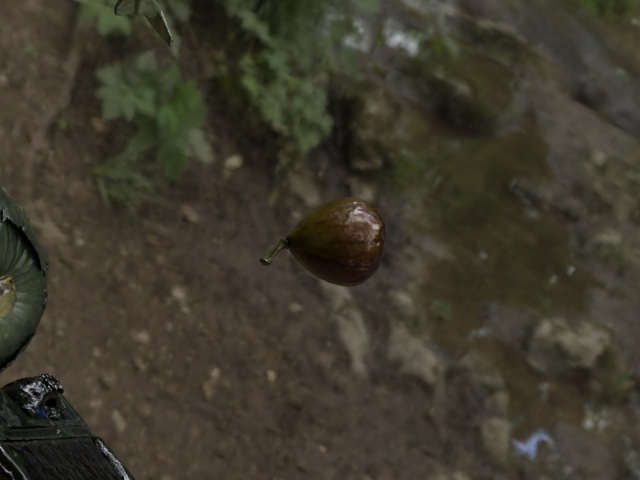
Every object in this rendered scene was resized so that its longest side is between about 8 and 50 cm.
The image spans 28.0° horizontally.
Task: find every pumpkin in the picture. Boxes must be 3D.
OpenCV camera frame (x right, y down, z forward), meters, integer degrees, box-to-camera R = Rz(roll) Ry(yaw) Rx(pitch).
[{"bbox_3d":[-0.500,0.037,1.657,0.257,0.291,0.327,20,-12,28],"label":"pumpkin"}]

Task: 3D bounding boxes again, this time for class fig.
[{"bbox_3d":[0.000,0.000,1.249,0.125,0.089,0.089,1,39,-29],"label":"fig"}]

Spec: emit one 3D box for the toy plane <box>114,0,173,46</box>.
[{"bbox_3d":[-0.133,-0.291,1.052,0.108,0.286,0.092,-13,48,-34],"label":"toy plane"}]

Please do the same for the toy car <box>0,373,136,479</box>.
[{"bbox_3d":[-0.120,0.098,0.438,0.103,0.063,0.216,47,9,17],"label":"toy car"}]
